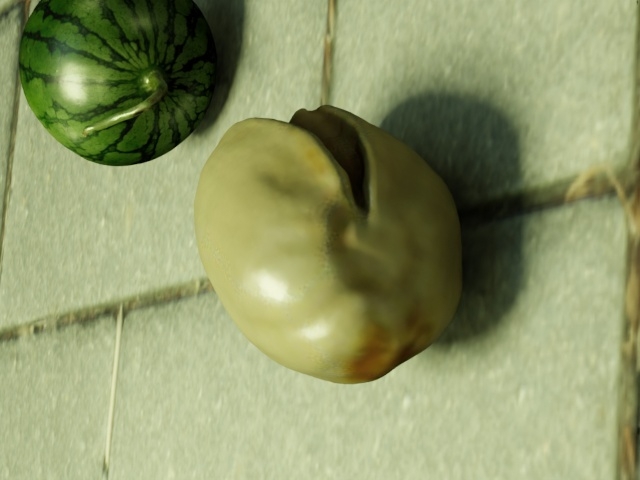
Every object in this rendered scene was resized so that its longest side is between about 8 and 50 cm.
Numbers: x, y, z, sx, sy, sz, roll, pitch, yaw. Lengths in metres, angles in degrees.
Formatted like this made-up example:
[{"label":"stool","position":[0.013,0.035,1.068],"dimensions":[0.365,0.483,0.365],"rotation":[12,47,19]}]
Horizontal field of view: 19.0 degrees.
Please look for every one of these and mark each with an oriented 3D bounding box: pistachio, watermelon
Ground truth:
[{"label":"pistachio","position":[0.000,0.000,1.034],"dimensions":[0.215,0.144,0.144],"rotation":[-130,54,-65]},{"label":"watermelon","position":[-0.135,-0.117,1.341],"dimensions":[0.187,0.141,0.140],"rotation":[35,113,59]}]
